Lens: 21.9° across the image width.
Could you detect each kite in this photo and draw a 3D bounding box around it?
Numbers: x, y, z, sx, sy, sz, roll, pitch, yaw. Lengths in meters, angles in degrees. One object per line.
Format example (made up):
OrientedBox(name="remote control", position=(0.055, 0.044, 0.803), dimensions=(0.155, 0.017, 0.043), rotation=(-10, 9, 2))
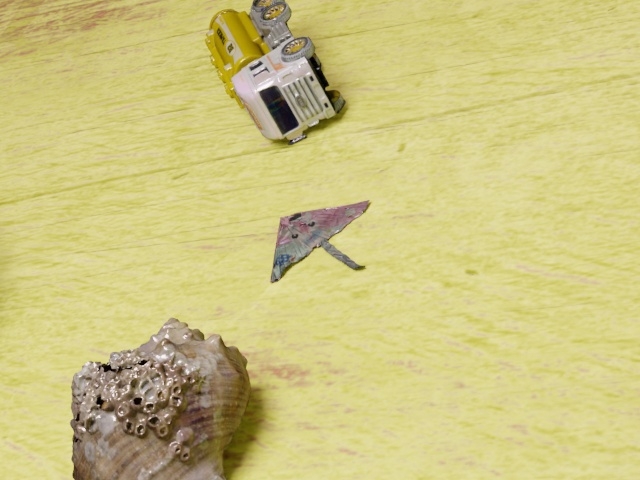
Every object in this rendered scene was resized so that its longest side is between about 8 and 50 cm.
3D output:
OrientedBox(name="kite", position=(0.000, 0.000, 1.704), dimensions=(0.139, 0.011, 0.156), rotation=(-39, 38, -13))

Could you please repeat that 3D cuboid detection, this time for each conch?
OrientedBox(name="conch", position=(-0.151, 0.178, 1.503), dimensions=(0.178, 0.163, 0.245), rotation=(-40, 43, 39))

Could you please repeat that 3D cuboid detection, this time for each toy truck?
OrientedBox(name="toy truck", position=(-0.060, -0.201, 1.912), dimensions=(0.114, 0.098, 0.227), rotation=(-30, 34, 1))
